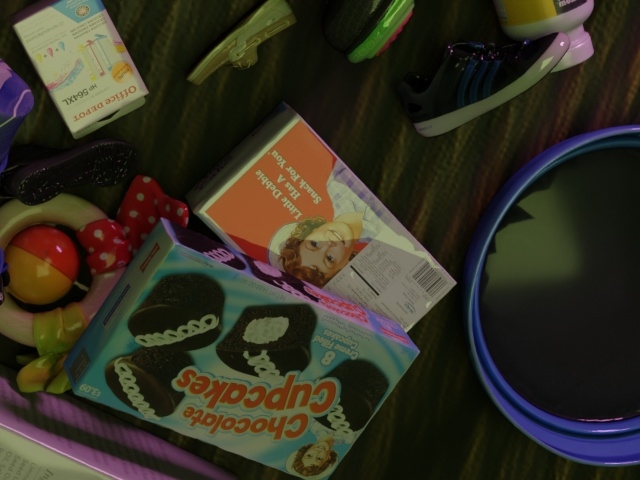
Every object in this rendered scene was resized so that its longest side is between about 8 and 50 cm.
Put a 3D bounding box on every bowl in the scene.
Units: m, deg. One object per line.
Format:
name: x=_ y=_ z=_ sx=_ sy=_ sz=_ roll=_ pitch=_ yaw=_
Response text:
bowl: x=0.342 y=0.060 z=1.967 sx=0.391 sy=0.077 sz=0.391 roll=-3 pitch=103 yaw=-13

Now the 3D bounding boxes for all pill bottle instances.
pill bottle: x=0.231 y=-0.276 z=1.847 sx=0.103 sy=0.103 sz=0.184 roll=-22 pitch=107 yaw=-8

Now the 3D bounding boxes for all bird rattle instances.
bird rattle: x=-0.258 y=0.033 z=1.791 sx=0.207 sy=0.143 sz=0.253 roll=29 pitch=92 yaw=-2

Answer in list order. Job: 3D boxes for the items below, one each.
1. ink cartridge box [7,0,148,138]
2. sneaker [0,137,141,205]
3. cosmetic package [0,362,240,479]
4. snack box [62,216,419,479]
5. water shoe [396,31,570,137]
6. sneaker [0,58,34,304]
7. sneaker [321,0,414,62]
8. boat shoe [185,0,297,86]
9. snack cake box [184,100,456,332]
ink cartridge box: x=-0.241 y=-0.180 z=1.758 sx=0.092 sy=0.090 sz=0.143 roll=-29 pitch=107 yaw=-6
sneaker: x=-0.277 y=-0.077 z=1.779 sx=0.170 sy=0.089 sz=0.051 roll=-19 pitch=119 yaw=-28
cosmetic package: x=-0.291 y=0.253 z=1.775 sx=0.453 sy=0.230 sz=0.161 roll=28 pitch=95 yaw=-17
snack box: x=-0.076 y=0.119 z=1.759 sx=0.322 sy=0.060 sz=0.187 roll=25 pitch=108 yaw=-33
water shoe: x=0.166 y=-0.178 z=1.826 sx=0.203 sy=0.073 sz=0.080 roll=-29 pitch=101 yaw=32
sneaker: x=-0.355 y=-0.020 z=1.692 sx=0.182 sy=0.127 sz=0.315 roll=43 pitch=117 yaw=-12
sneaker: x=0.036 y=-0.419 z=1.744 sx=0.202 sy=0.185 sz=0.483 roll=4 pitch=92 yaw=-8
boat shoe: x=-0.081 y=-0.203 z=1.814 sx=0.135 sy=0.050 sz=0.045 roll=-41 pitch=103 yaw=-2
snack cake box: x=0.000 y=0.000 z=1.861 sx=0.152 sy=0.089 sz=0.264 roll=-43 pitch=109 yaw=1
